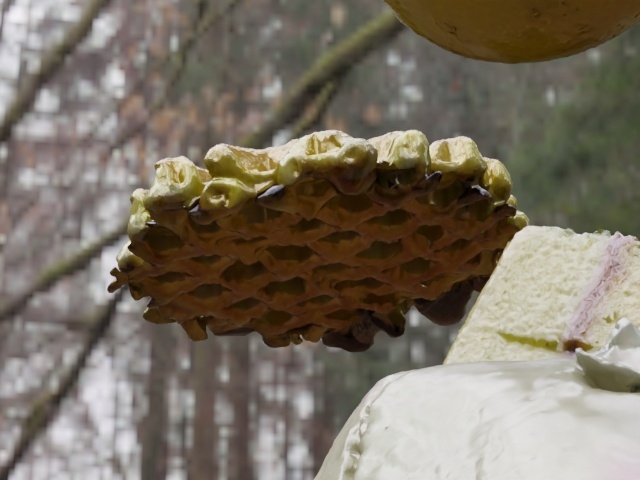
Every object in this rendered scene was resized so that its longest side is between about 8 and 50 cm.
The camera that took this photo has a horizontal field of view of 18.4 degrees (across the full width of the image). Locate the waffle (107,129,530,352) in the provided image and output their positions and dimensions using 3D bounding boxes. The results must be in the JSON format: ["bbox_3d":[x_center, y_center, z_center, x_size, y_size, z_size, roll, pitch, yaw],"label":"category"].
[{"bbox_3d":[0.001,0.004,1.406,0.329,0.062,0.329,-6,-23,-3],"label":"waffle"}]

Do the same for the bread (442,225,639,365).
[{"bbox_3d":[0.161,0.142,1.219,0.167,0.264,0.163,10,-38,31],"label":"bread"}]

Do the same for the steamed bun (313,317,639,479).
[{"bbox_3d":[0.088,0.114,0.576,0.170,0.152,0.239,21,12,-20],"label":"steamed bun"}]

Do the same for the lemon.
[{"bbox_3d":[0.103,-0.172,0.945,0.206,0.173,0.173,-26,-35,26],"label":"lemon"}]
